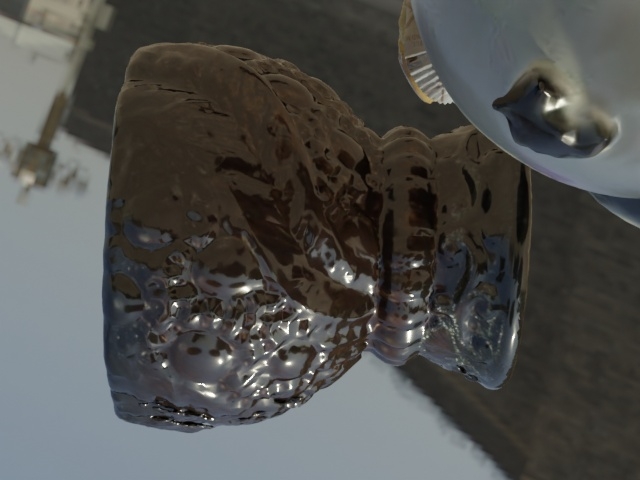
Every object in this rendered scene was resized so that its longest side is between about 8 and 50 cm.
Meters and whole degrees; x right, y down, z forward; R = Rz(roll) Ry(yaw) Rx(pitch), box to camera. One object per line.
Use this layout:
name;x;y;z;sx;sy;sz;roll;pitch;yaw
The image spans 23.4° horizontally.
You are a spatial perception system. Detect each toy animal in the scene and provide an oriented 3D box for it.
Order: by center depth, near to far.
toy animal;0.184;-0.116;0.808;0.310;0.250;0.251;10;-167;-42

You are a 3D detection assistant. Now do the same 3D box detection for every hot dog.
hot dog;0.141;-0.278;1.825;0.131;0.252;0.069;13;156;-40

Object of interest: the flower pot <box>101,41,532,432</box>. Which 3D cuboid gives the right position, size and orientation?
flower pot;0.000;0.000;1.055;0.267;0.266;0.266;1;-172;0
